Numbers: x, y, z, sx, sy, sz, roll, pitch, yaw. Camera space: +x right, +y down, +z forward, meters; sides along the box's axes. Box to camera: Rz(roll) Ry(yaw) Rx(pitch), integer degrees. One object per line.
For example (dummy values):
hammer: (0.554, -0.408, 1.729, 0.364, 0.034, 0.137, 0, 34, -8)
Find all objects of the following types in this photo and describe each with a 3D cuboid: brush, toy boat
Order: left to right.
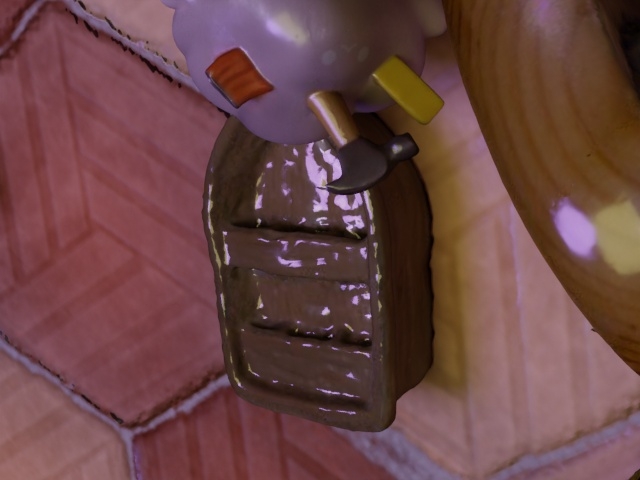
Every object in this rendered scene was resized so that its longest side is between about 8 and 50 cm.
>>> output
toy boat: (0.000, 0.000, 0.847, 0.116, 0.061, 0.188, 9, 113, 35)
brush: (0.159, -0.076, 0.650, 0.166, 0.174, 0.266, -38, 63, 24)

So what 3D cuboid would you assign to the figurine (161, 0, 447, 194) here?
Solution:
figurine: (-0.008, -0.134, 0.749, 0.112, 0.137, 0.229, 174, 98, -75)

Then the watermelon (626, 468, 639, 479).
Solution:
watermelon: (0.136, 0.156, 0.794, 0.181, 0.092, 0.075, 119, 156, -54)
